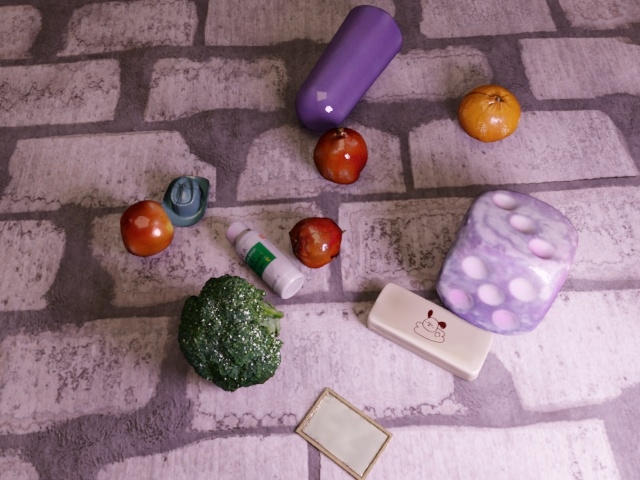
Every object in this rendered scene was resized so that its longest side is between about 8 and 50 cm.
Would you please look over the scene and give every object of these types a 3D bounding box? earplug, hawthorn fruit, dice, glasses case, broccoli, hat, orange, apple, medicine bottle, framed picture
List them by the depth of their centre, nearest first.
[{"bbox_3d":[0.059,0.473,1.371,0.201,0.010,0.136,32,67,18],"label":"framed picture"},{"bbox_3d":[-0.209,0.228,1.389,0.275,0.308,0.308,-3,52,-45],"label":"broccoli"},{"bbox_3d":[0.465,0.053,1.416,0.271,0.270,0.270,25,46,14],"label":"dice"},{"bbox_3d":[0.283,0.236,1.462,0.313,0.070,0.131,27,65,15],"label":"glasses case"},{"bbox_3d":[-0.160,0.048,1.566,0.095,0.095,0.260,-39,66,-18],"label":"medicine bottle"},{"bbox_3d":[0.000,0.000,1.568,0.172,0.148,0.148,-15,60,-28],"label":"hawthorn fruit"},{"bbox_3d":[-0.497,-0.031,1.583,0.139,0.163,0.163,-26,63,-21],"label":"apple"},{"bbox_3d":[0.058,-0.262,1.680,0.169,0.188,0.169,-4,60,7],"label":"hawthorn fruit"},{"bbox_3d":[-0.406,-0.136,1.684,0.138,0.078,0.191,3,61,5],"label":"hat"},{"bbox_3d":[0.533,-0.403,1.762,0.193,0.161,0.193,0,56,0],"label":"orange"},{"bbox_3d":[0.078,-0.545,1.835,0.215,0.215,0.456,26,68,15],"label":"earplug"}]
